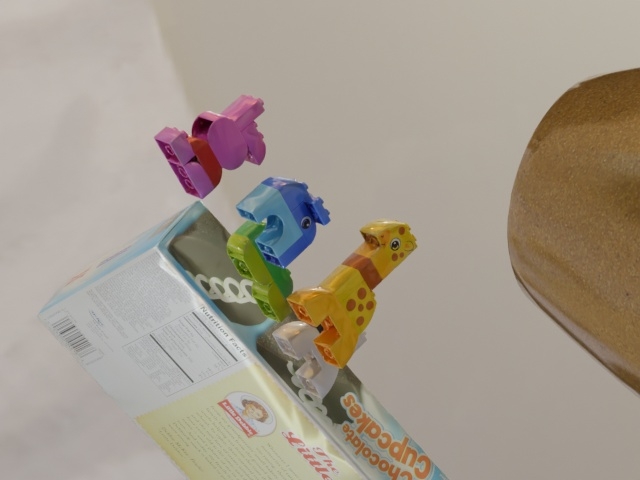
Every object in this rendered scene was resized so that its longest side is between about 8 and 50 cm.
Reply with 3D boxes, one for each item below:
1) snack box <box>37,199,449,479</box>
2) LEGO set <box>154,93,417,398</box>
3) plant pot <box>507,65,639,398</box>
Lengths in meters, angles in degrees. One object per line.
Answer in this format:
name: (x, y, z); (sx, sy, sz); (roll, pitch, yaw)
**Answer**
snack box: (-0.046, 0.131, 1.479); (0.322, 0.187, 0.060); (49, -128, -11)
LEGO set: (0.000, 0.000, 1.281); (0.093, 0.087, 0.227); (-43, -54, -20)
plant pot: (0.215, 0.011, 0.876); (0.237, 0.254, 0.237); (-23, -59, -43)
